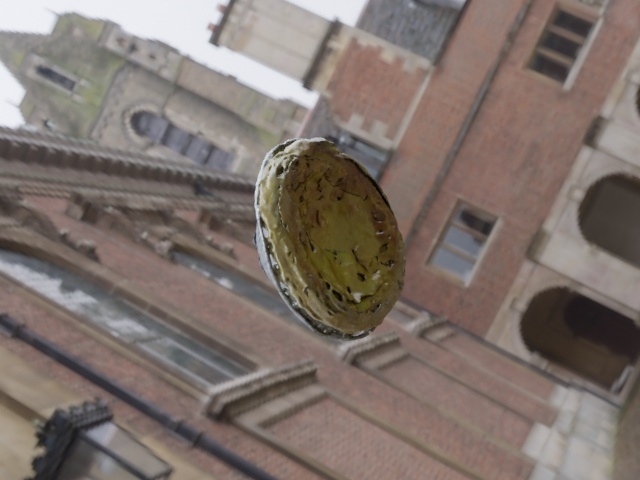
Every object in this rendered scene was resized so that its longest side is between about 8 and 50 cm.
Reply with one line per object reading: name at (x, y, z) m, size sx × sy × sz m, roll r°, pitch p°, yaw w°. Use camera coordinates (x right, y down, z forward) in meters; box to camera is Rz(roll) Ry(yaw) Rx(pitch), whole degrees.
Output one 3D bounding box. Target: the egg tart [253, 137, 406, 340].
egg tart at (0.000, 0.000, 1.149) m, size 0.094 × 0.234 × 0.234 m, roll -21°, pitch 15°, yaw 38°
